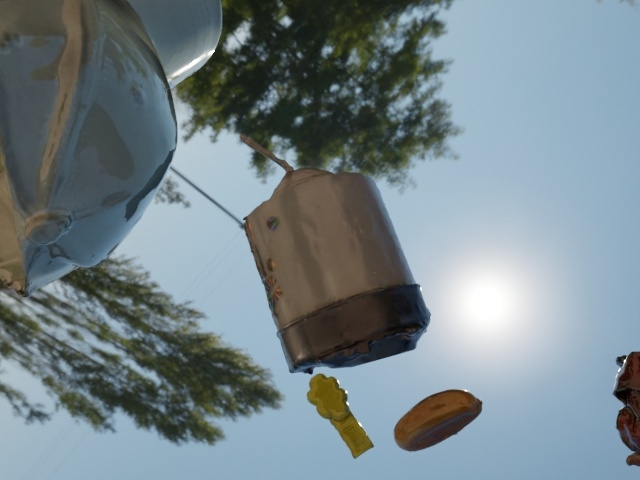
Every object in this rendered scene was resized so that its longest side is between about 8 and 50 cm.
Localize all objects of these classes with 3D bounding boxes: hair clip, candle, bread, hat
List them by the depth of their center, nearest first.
[{"bbox_3d":[-0.153,-0.111,0.456,0.301,0.168,0.258,-51,166,-43],"label":"hat"},{"bbox_3d":[0.000,0.000,0.738,0.187,0.187,0.330,-32,-109,37],"label":"candle"},{"bbox_3d":[0.034,0.333,1.139,0.072,0.173,0.046,-28,164,-17],"label":"hair clip"},{"bbox_3d":[0.225,0.345,1.163,0.189,0.114,0.077,-36,-144,11],"label":"bread"}]

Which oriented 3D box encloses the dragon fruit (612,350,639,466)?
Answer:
[{"bbox_3d":[0.384,0.135,0.448,0.298,0.244,0.244,12,-122,19],"label":"dragon fruit"}]
